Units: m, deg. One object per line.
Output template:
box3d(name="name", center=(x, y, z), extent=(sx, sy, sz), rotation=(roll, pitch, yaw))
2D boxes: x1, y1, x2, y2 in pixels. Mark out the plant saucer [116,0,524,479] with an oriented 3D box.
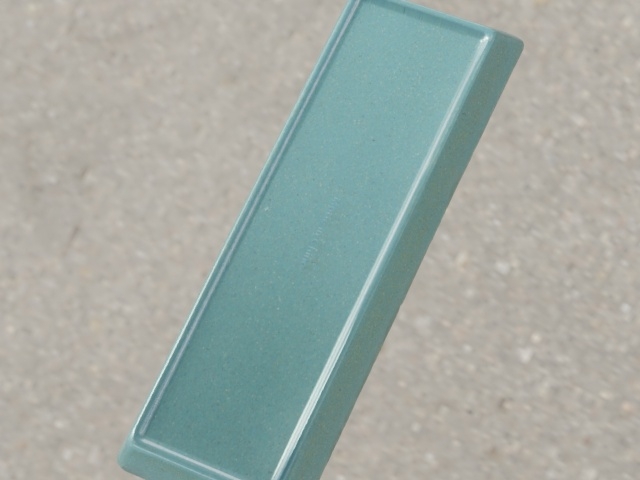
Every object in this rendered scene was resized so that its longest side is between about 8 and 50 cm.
box3d(name="plant saucer", center=(0.000, 0.000, 0.663), extent=(0.067, 0.018, 0.192), rotation=(21, 74, 19))
